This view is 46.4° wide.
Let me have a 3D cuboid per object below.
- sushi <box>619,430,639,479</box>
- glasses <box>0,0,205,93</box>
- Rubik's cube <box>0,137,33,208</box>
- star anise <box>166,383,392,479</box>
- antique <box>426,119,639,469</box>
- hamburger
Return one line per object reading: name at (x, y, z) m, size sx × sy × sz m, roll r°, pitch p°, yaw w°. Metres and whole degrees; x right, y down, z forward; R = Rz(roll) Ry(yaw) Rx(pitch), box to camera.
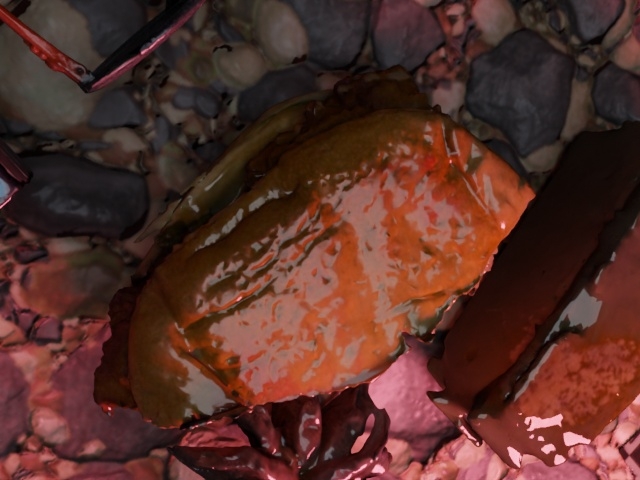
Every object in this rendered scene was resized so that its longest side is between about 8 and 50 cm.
sushi at (0.396, 0.243, 0.748) m, size 0.139 × 0.031 × 0.201 m, roll -37°, pitch 108°, yaw -11°
glasses at (-0.151, -0.244, 0.434) m, size 0.268 × 0.118 × 0.234 m, roll 39°, pitch 86°, yaw -21°
Rubik's cube at (-0.268, -0.038, 0.403) m, size 0.154 × 0.155 × 0.151 m, roll -42°, pitch 107°, yaw -10°
star anise at (-0.014, 0.184, 0.551) m, size 0.182 × 0.065 × 0.195 m, roll -16°, pitch 84°, yaw -30°
antique at (0.212, 0.051, 0.603) m, size 0.284 × 0.125 × 0.150 m, roll -47°, pitch 109°, yaw -8°
hamburger at (0.000, 0.000, 0.505) m, size 0.282 × 0.155 × 0.245 m, roll 4°, pitch 93°, yaw -16°
